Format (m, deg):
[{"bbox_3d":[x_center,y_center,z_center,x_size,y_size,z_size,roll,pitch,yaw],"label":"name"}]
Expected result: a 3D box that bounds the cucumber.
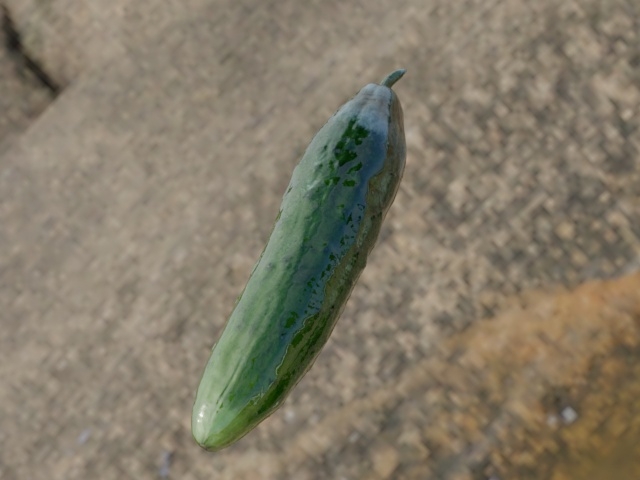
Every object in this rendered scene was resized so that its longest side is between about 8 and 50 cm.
[{"bbox_3d":[0.000,0.000,0.860,0.056,0.056,0.250,-15,43,49],"label":"cucumber"}]
